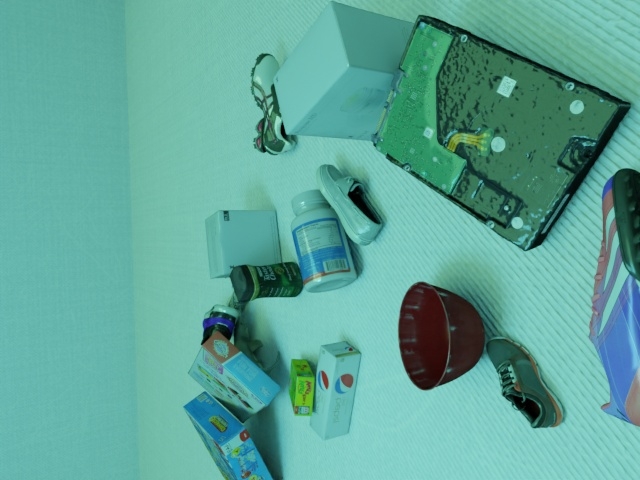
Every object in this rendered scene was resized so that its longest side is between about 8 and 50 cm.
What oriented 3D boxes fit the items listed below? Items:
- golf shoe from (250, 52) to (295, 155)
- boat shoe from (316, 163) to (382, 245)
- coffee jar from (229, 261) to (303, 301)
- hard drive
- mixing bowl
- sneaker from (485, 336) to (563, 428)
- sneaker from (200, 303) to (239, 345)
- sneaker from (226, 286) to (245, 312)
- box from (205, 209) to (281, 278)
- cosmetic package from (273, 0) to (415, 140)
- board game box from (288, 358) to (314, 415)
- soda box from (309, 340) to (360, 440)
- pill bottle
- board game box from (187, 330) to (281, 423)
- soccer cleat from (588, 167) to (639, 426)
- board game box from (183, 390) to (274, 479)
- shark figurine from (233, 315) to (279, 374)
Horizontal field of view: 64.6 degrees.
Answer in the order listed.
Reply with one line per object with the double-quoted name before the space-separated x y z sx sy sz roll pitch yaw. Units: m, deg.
"golf shoe" -0.116 -0.370 1.374 0.120 0.105 0.273 5 102 41
"boat shoe" 0.069 -0.097 1.119 0.081 0.079 0.227 -49 57 34
"coffee jar" -0.144 0.108 1.341 0.079 0.184 0.096 -59 46 39
"hard drive" 0.246 -0.174 0.784 0.339 0.064 0.237 40 125 31
"mixing bowl" 0.214 0.160 0.863 0.181 0.098 0.181 -179 90 -73
"sneaker" 0.303 0.216 0.780 0.158 0.065 0.061 57 136 37
"sneaker" -0.347 0.311 1.655 0.293 0.102 0.146 128 159 -63
"sneaker" -0.270 0.196 1.660 0.058 0.052 0.135 32 118 47
"box" -0.224 0.011 1.461 0.119 0.182 0.181 -18 76 57
"cosmetic package" 0.065 -0.306 0.968 0.224 0.225 0.138 -33 64 53
"board game box" -0.049 0.363 1.266 0.181 0.043 0.092 180 94 -82
"soda box" 0.032 0.351 1.187 0.069 0.074 0.216 26 113 54
"pill bottle" 0.000 0.000 1.174 0.124 0.124 0.221 -38 60 51
"board game box" -0.265 0.413 1.496 0.242 0.064 0.316 42 146 2
"soccer cleat" 0.379 0.072 0.627 0.116 0.109 0.318 -19 79 60
"board game box" -0.267 0.645 1.535 0.308 0.086 0.302 7 124 57
"shark figurine" -0.231 0.371 1.557 0.278 0.116 0.166 34 121 53
